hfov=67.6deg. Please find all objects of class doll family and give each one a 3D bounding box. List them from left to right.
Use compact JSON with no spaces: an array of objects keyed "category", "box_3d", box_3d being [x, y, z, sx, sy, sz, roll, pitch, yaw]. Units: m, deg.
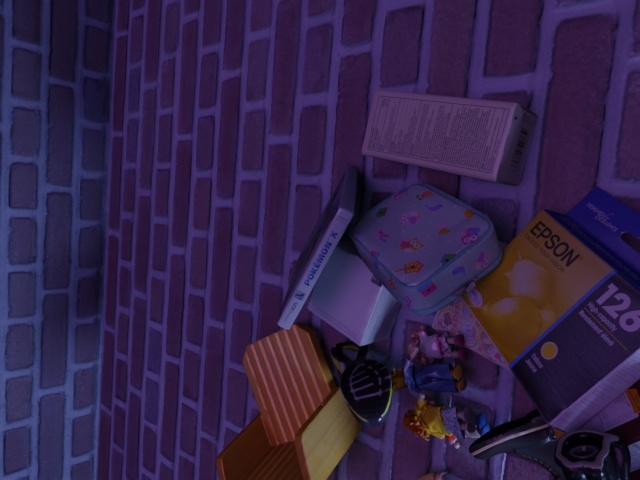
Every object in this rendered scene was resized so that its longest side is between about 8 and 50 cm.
[{"category":"doll family","box_3d":[0.224,0.314,0.987,0.163,0.118,0.263,-18,84,43]}]

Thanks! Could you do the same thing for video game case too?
[{"category":"video game case","box_3d":[0.000,0.000,1.096,0.036,0.329,0.300,26,113,-6]},{"category":"video game case","box_3d":[0.346,0.120,0.952,0.206,0.026,0.227,27,108,38]}]

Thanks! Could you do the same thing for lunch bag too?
[{"category":"lunch bag","box_3d":[0.203,0.005,0.931,0.224,0.108,0.279,-34,36,-6]}]

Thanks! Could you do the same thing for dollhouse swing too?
[{"category":"dollhouse swing","box_3d":[-0.132,0.435,1.218,0.346,0.315,0.305,-30,91,38]}]

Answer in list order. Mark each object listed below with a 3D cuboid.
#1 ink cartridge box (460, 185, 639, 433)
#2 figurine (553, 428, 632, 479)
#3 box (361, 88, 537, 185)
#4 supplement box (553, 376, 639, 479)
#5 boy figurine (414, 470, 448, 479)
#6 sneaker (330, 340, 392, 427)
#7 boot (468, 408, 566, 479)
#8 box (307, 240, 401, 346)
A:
[{"category":"ink cartridge box","box_3d":[0.401,0.083,0.759,0.307,0.072,0.304,-54,26,20]},{"category":"figurine","box_3d":[0.430,0.348,0.587,0.214,0.092,0.210,-17,94,36]},{"category":"box","box_3d":[0.249,-0.212,0.970,0.311,0.121,0.148,22,105,39]},{"category":"supplement box","box_3d":[0.462,0.232,0.729,0.194,0.129,0.191,-46,26,32]},{"category":"boy figurine","box_3d":[0.241,0.582,0.999,0.285,0.092,0.178,-27,55,40]},{"category":"sneaker","box_3d":[0.099,0.326,1.058,0.110,0.300,0.122,-16,102,-1]},{"category":"boot","box_3d":[0.386,0.395,0.865,0.197,0.076,0.137,-32,74,19]},{"category":"box","box_3d":[0.090,0.117,1.116,0.180,0.119,0.182,31,110,37]}]
